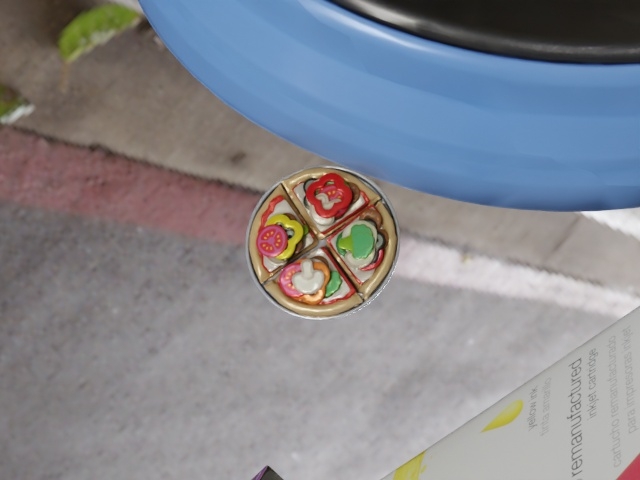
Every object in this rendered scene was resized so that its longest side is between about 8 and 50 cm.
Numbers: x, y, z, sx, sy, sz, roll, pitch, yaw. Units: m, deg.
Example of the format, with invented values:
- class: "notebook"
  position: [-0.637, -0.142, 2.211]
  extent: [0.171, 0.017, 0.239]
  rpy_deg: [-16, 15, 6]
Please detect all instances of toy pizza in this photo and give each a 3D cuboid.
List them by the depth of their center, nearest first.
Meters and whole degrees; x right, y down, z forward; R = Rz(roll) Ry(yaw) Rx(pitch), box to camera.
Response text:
- class: "toy pizza"
  position: [0.000, 0.000, 1.812]
  extent: [0.201, 0.201, 0.032]
  rpy_deg: [-45, 163, 0]

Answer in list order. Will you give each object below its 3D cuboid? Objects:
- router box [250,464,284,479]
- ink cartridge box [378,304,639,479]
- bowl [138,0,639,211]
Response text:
- class: "router box"
  position: [-0.032, 0.318, 1.347]
  extent: [0.133, 0.179, 0.046]
  rpy_deg: [-45, -178, 24]
- class: "ink cartridge box"
  position: [0.126, 0.261, 0.946]
  extent: [0.384, 0.160, 0.279]
  rpy_deg: [-39, -158, 30]
- class: "bowl"
  position: [0.094, -0.185, 0.717]
  extent: [0.391, 0.391, 0.077]
  rpy_deg: [-32, 151, -29]
